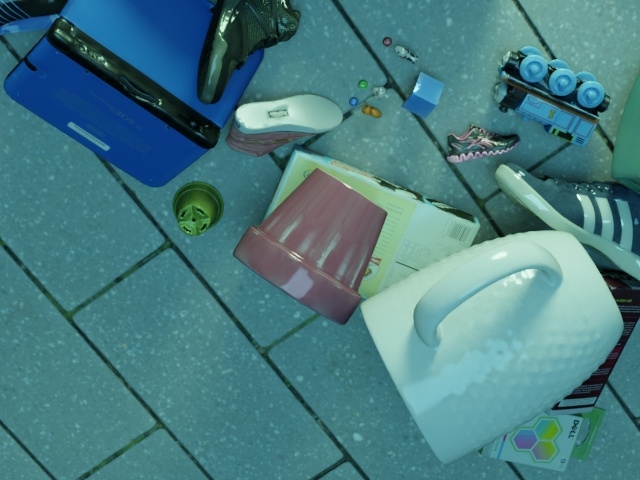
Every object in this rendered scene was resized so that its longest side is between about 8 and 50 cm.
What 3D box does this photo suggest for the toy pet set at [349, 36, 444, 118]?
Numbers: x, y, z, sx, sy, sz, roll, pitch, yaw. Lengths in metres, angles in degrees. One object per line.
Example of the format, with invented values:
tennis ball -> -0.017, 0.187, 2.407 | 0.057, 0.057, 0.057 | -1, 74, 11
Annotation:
toy pet set -> 0.121, -0.231, 1.593 | 0.114, 0.065, 0.122 | 26, 107, -9

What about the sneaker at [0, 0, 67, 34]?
sneaker -> -0.474, -0.351, 1.536 | 0.232, 0.081, 0.090 | -10, 110, -6

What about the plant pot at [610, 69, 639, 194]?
plant pot -> 0.543, -0.172, 1.534 | 0.165, 0.165, 0.234 | 29, 88, -10

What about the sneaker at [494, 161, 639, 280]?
sneaker -> 0.441, -0.060, 1.634 | 0.350, 0.131, 0.148 | 29, 99, -16

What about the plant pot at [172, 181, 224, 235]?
plant pot -> -0.198, -0.043, 1.643 | 0.083, 0.079, 0.083 | 0, 109, 0

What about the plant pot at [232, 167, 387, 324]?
plant pot -> 0.000, 0.000, 1.549 | 0.201, 0.201, 0.180 | 33, 90, -11

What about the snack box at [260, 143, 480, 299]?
snack box -> 0.071, -0.008, 1.670 | 0.322, 0.060, 0.187 | 22, 107, -8

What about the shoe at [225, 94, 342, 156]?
shoe -> -0.058, -0.177, 1.614 | 0.178, 0.081, 0.063 | -7, 68, -23

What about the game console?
game console -> -0.278, -0.259, 1.567 | 0.293, 0.173, 0.250 | 35, 136, -25

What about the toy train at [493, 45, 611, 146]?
toy train -> 0.351, -0.223, 1.595 | 0.184, 0.080, 0.105 | 22, 113, -8

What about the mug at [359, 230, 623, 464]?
mug -> 0.251, 0.118, 1.509 | 0.328, 0.276, 0.374 | -29, 150, 4

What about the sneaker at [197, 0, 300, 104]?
sneaker -> -0.102, -0.293, 1.525 | 0.130, 0.087, 0.227 | 22, 73, -18

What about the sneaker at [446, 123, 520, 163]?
sneaker -> 0.254, -0.158, 1.635 | 0.119, 0.047, 0.057 | -12, 97, 2

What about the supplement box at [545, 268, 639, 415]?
supplement box -> 0.435, 0.166, 1.699 | 0.130, 0.073, 0.239 | 6, 114, -44

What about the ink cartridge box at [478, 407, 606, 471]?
ink cartridge box -> 0.384, 0.330, 1.789 | 0.209, 0.062, 0.109 | 13, 107, -6
